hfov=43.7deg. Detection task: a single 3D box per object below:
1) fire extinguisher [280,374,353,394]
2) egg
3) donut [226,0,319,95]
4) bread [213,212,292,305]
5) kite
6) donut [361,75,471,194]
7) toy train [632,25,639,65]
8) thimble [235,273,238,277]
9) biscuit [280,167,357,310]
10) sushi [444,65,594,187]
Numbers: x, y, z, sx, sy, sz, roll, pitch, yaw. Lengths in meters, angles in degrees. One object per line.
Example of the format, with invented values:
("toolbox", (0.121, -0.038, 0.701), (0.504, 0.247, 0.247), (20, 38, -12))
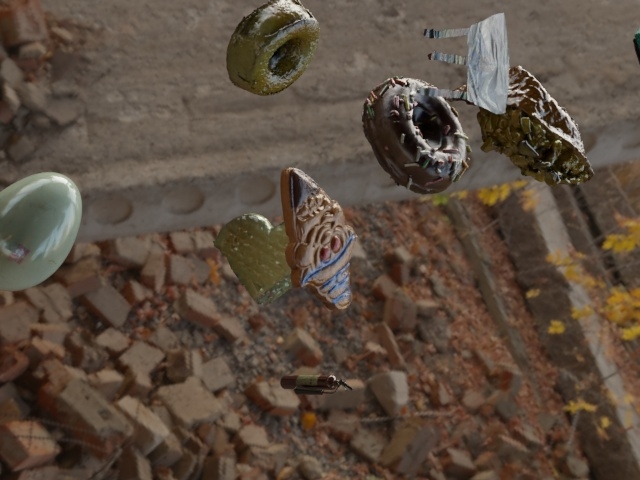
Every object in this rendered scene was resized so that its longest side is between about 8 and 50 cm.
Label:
("fire extinguisher", (-0.017, 0.280, 1.548), (0.049, 0.173, 0.035), (-8, 89, -46))
("egg", (-0.581, -0.020, 1.585), (0.183, 0.264, 0.183), (37, -1, 1))
("donut", (-0.108, -0.470, 1.967), (0.107, 0.272, 0.272), (37, 26, 23))
("bread", (-0.089, 0.037, 1.491), (0.064, 0.232, 0.172), (13, 81, -64))
("kite", (0.241, -0.273, 1.279), (0.310, 0.015, 0.169), (-22, 113, -50))
("donut", (0.200, -0.218, 1.631), (0.270, 0.103, 0.269), (21, 55, -34))
("toy train", (0.632, -0.357, 1.390), (0.198, 0.154, 0.107), (-42, 109, -55))
("thimble", (-0.178, 0.051, 2.051), (0.066, 0.095, 0.104), (12, 44, -42))
("biscuit", (0.000, 0.000, 1.323), (0.183, 0.043, 0.280), (-50, 131, -44))
("sushi", (0.389, -0.202, 1.512), (0.296, 0.167, 0.179), (46, 67, -22))
